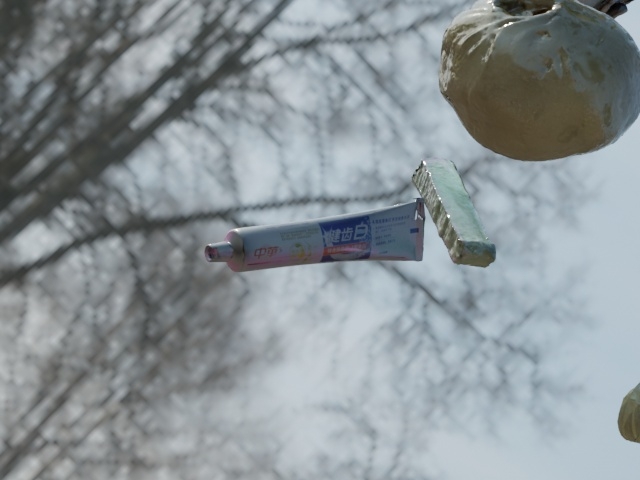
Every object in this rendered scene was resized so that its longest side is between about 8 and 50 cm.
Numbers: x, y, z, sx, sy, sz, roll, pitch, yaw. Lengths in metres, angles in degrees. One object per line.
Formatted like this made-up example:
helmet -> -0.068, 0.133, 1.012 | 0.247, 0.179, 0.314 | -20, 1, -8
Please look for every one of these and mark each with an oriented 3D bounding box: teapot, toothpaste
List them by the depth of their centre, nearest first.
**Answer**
toothpaste -> 0.000, 0.000, 1.220 | 0.028, 0.170, 0.045 | 13, -74, 56
teapot -> 0.269, 0.141, 1.374 | 0.083, 0.057, 0.067 | 27, -33, 38

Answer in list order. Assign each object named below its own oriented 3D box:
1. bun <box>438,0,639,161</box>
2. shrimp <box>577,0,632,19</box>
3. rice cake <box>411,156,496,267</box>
bun -> 0.175, -0.147, 1.506 | 0.173, 0.166, 0.113 | 11, -51, 21
shrimp -> 0.334, -0.317, 2.225 | 0.116, 0.343, 0.145 | 58, -9, 26
rice cake -> 0.132, -0.028, 1.856 | 0.211, 0.043, 0.034 | -108, -153, -62
